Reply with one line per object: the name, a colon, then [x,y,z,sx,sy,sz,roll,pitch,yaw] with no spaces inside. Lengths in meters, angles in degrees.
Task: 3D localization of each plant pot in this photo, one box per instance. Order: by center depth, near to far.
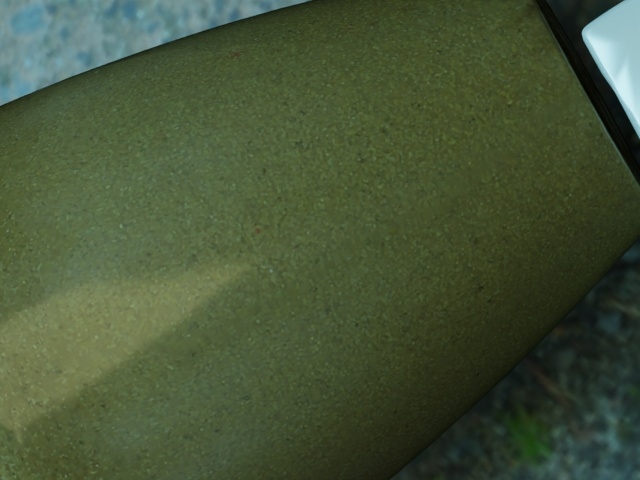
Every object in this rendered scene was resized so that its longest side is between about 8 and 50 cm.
plant pot: [0.000,0.000,0.667,0.254,0.237,0.237,-28,79,14]

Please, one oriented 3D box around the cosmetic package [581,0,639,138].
cosmetic package: [0.256,-0.032,0.570,0.224,0.138,0.224,-31,78,24]
